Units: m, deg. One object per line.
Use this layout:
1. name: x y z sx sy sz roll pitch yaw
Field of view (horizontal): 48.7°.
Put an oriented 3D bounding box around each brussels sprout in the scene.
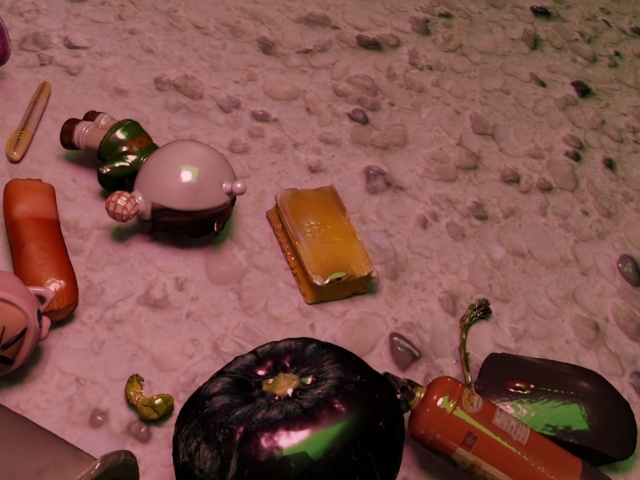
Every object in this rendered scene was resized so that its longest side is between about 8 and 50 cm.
1. brussels sprout: -0.262 0.239 1.066 0.083 0.046 0.051 26 50 19

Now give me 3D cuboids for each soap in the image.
1. soap: -0.001 0.001 1.332 0.134 0.076 0.233 -8 52 -25

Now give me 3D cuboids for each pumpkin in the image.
1. pumpkin: -0.043 0.286 0.965 0.314 0.239 0.315 -2 31 1

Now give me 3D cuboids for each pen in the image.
1. pen: -0.572 -0.237 1.388 0.040 0.032 0.234 -7 47 7

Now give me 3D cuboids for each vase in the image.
1. vase: -0.404 0.302 0.855 0.291 0.245 0.245 24 46 17

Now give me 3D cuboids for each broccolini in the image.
1. broccolini: 0.275 0.181 1.298 0.052 0.054 0.194 4 50 25

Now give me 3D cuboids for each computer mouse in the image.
1. computer mouse: 0.410 0.279 1.212 0.295 0.087 0.168 17 48 -2

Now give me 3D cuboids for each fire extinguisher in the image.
1. fire extinguisher: 0.242 0.312 1.090 0.376 0.200 0.113 32 69 5

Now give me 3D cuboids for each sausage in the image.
1. sausage: -0.467 0.009 1.171 0.089 0.083 0.300 -9 51 -24

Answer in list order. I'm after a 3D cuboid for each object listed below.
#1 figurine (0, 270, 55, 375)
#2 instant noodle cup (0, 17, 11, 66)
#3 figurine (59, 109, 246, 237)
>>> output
1. figurine: -0.521 0.114 0.965 0.287 0.176 0.186 26 23 -33
2. instant noodle cup: -0.744 -0.371 1.318 0.251 0.251 0.190 25 56 4
3. figurine: -0.301 -0.129 1.293 0.369 0.167 0.281 29 33 15
